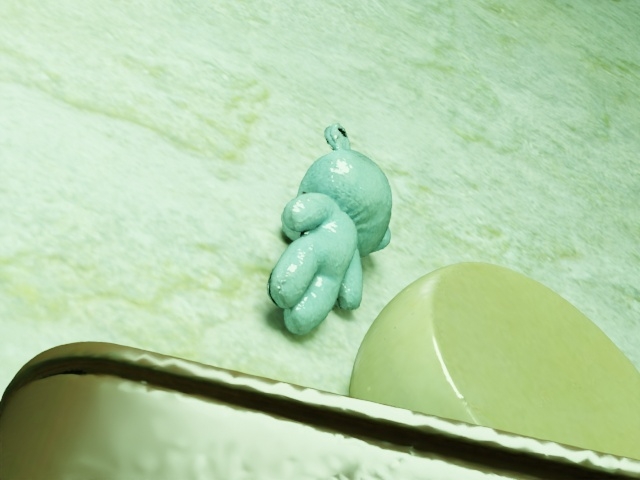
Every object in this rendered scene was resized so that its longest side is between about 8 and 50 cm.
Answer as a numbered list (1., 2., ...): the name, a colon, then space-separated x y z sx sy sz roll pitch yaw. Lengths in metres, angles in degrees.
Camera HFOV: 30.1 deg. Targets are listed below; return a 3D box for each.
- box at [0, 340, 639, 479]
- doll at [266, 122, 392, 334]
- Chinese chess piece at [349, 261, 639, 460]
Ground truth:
1. box: 0.017 0.217 0.388 0.339 0.239 0.229 11 36 6
2. doll: -0.004 -0.001 0.911 0.180 0.075 0.120 -53 135 -41
3. Chinese chess piece: 0.146 0.139 0.864 0.273 0.102 0.273 28 33 -21
